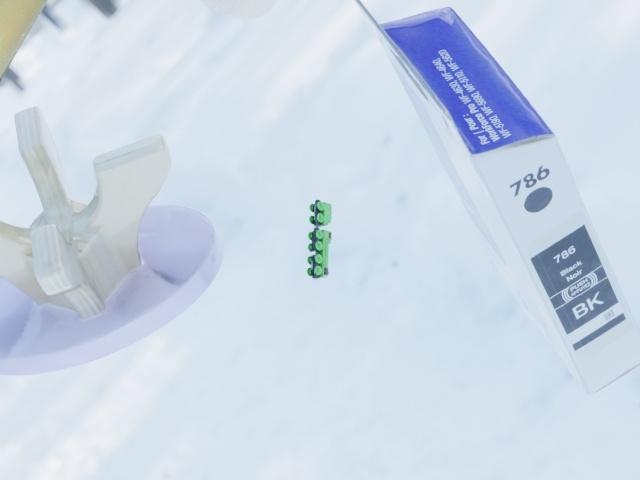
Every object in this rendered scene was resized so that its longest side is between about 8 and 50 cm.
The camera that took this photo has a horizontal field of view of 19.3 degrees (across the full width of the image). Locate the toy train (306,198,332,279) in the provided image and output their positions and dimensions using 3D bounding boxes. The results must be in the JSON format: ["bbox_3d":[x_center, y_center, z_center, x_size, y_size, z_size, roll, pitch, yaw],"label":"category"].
[{"bbox_3d":[0.000,0.000,1.886,0.017,0.024,0.083,-13,70,46],"label":"toy train"}]

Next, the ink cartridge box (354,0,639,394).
[{"bbox_3d":[0.132,-0.043,1.333,0.065,0.332,0.165,-32,47,1],"label":"ink cartridge box"}]

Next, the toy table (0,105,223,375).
[{"bbox_3d":[-0.246,0.005,1.807,0.274,0.161,0.252,-28,42,-5],"label":"toy table"}]

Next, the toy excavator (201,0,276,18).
[{"bbox_3d":[0.056,-0.451,1.881,0.433,0.445,0.222,-4,-14,-18],"label":"toy excavator"}]

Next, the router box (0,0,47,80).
[{"bbox_3d":[-0.366,-0.220,1.443,0.243,0.309,0.081,-52,41,36],"label":"router box"}]
